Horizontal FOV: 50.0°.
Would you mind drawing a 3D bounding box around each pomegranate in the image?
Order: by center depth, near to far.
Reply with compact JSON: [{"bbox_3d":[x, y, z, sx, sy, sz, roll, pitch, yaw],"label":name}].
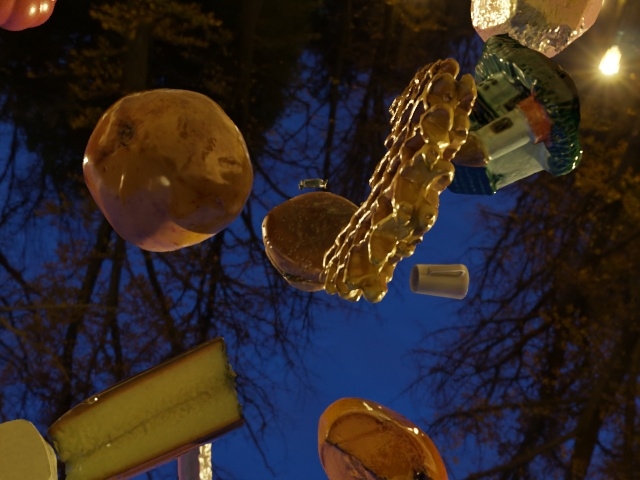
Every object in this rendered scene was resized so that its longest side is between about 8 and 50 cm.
[{"bbox_3d":[-0.331,-0.156,1.595,0.410,0.410,0.410,9,-153,-4],"label":"pomegranate"}]

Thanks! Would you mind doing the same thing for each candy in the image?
[{"bbox_3d":[-0.018,-0.129,1.590,0.083,0.030,0.020,6,170,40],"label":"candy"}]

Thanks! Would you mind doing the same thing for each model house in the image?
[{"bbox_3d":[0.256,-0.177,1.147,0.291,0.184,0.253,-30,-137,6],"label":"model house"}]

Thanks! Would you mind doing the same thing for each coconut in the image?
[{"bbox_3d":[0.413,-0.464,1.342,0.233,0.233,0.245,7,-179,-8],"label":"coconut"}]

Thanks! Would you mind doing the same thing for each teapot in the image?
[{"bbox_3d":[-0.301,0.245,0.690,0.077,0.200,0.107,-25,-100,-25],"label":"teapot"}]

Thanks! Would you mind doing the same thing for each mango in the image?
[{"bbox_3d":[0.081,0.306,0.976,0.154,0.126,0.252,-9,-158,-23],"label":"mango"}]

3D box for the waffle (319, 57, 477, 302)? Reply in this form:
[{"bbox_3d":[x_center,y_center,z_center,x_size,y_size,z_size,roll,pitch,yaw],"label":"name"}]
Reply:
[{"bbox_3d":[0.090,-0.064,0.767,0.069,0.293,0.260,23,180,-8],"label":"waffle"}]

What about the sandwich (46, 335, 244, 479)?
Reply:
[{"bbox_3d":[-0.216,0.226,0.880,0.235,0.128,0.122,-21,-104,-17],"label":"sandwich"}]

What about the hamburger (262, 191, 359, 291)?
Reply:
[{"bbox_3d":[0.000,0.000,1.648,0.286,0.146,0.243,8,-125,-3],"label":"hamburger"}]

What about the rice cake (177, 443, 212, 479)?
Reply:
[{"bbox_3d":[-0.200,0.297,1.060,0.055,0.270,0.049,15,-149,18],"label":"rice cake"}]

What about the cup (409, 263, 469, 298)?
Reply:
[{"bbox_3d":[0.258,0.078,1.454,0.116,0.104,0.074,6,-118,-12],"label":"cup"}]

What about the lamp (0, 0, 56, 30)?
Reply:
[{"bbox_3d":[-0.534,-0.448,1.162,0.182,0.140,0.182,26,-133,-32],"label":"lamp"}]
